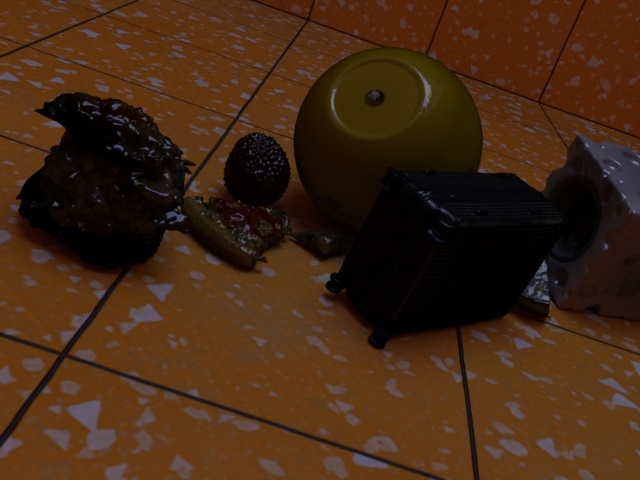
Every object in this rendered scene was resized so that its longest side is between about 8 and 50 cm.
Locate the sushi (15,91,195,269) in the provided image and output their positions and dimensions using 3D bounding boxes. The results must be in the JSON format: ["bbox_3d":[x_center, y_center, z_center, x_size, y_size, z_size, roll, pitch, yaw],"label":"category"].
[{"bbox_3d":[-0.288,-0.100,1.088,0.238,0.219,0.225,14,29,-12],"label":"sushi"}]

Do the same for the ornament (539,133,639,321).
[{"bbox_3d":[0.564,-0.019,1.487,0.239,0.240,0.239,10,39,-21],"label":"ornament"}]

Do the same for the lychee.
[{"bbox_3d":[-0.113,-0.127,1.380,0.123,0.129,0.123,-13,28,7],"label":"lychee"}]

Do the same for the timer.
[{"bbox_3d":[0.126,-0.159,1.439,0.376,0.376,0.387,30,-17,21],"label":"timer"}]

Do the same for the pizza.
[{"bbox_3d":[-0.114,-0.029,1.263,0.188,0.062,0.198,37,28,29],"label":"pizza"}]

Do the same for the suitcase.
[{"bbox_3d":[0.204,0.020,1.202,0.335,0.230,0.152,-2,40,-42],"label":"suitcase"}]

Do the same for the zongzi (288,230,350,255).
[{"bbox_3d":[0.000,0.000,1.329,0.083,0.040,0.076,15,11,34],"label":"zongzi"}]

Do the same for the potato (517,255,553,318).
[{"bbox_3d":[0.356,0.042,1.429,0.138,0.098,0.243,5,49,13],"label":"potato"}]
